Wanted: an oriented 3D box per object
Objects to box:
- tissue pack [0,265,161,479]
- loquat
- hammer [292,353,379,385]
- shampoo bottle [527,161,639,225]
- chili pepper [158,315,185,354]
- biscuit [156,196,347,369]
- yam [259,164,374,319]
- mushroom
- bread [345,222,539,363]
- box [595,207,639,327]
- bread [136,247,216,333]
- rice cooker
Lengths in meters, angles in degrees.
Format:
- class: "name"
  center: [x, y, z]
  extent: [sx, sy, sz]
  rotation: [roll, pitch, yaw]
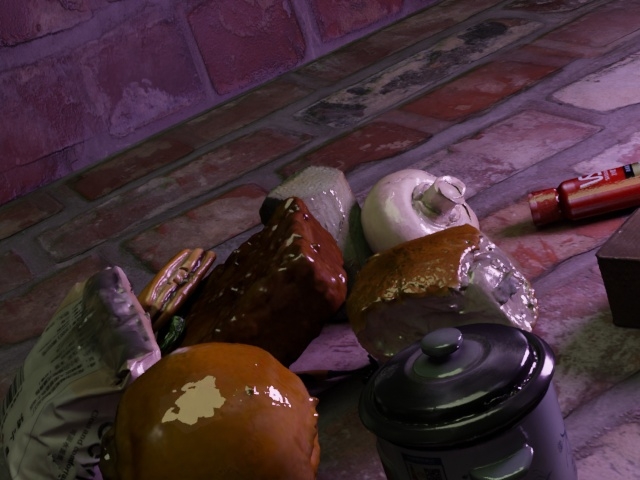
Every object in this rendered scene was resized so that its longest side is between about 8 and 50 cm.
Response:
- class: "tissue pack"
  center: [-0.406, 0.261, 1.889]
  extent: [0.375, 0.195, 0.390]
  rotation: [-62, 26, 14]
- class: "loquat"
  center: [-0.154, 0.305, 1.616]
  extent: [0.328, 0.328, 0.328]
  rotation: [-16, 24, 7]
- class: "hammer"
  center: [0.012, 0.237, 1.994]
  extent: [0.201, 0.021, 0.078]
  rotation: [-8, 26, 24]
- class: "shampoo bottle"
  center: [0.572, -0.099, 2.217]
  extent: [0.314, 0.076, 0.118]
  rotation: [-14, 27, 14]
- class: "chili pepper"
  center: [-0.261, 0.168, 1.927]
  extent: [0.034, 0.030, 0.091]
  rotation: [30, 72, 13]
- class: "biscuit"
  center: [-0.122, 0.134, 1.983]
  extent: [0.395, 0.166, 0.342]
  rotation: [-44, 19, 12]
- class: "yam"
  center: [-0.003, 0.000, 2.219]
  extent: [0.201, 0.271, 0.202]
  rotation: [-11, 19, 23]
- class: "mushroom"
  center: [0.206, -0.041, 2.178]
  extent: [0.202, 0.246, 0.246]
  rotation: [-50, 3, 37]
- class: "bread"
  center: [0.208, 0.112, 1.852]
  extent: [0.279, 0.225, 0.250]
  rotation: [-26, 17, 13]
- class: "box"
  center: [0.611, 0.044, 1.798]
  extent: [0.273, 0.143, 0.184]
  rotation: [4, 33, 44]
- class: "bread"
  center: [-0.279, 0.089, 2.085]
  extent: [0.116, 0.077, 0.200]
  rotation: [-48, 6, 46]
- class: "rice cooker"
  center: [0.198, 0.251, 1.476]
  extent: [0.264, 0.316, 0.316]
  rotation: [-20, 24, -1]
